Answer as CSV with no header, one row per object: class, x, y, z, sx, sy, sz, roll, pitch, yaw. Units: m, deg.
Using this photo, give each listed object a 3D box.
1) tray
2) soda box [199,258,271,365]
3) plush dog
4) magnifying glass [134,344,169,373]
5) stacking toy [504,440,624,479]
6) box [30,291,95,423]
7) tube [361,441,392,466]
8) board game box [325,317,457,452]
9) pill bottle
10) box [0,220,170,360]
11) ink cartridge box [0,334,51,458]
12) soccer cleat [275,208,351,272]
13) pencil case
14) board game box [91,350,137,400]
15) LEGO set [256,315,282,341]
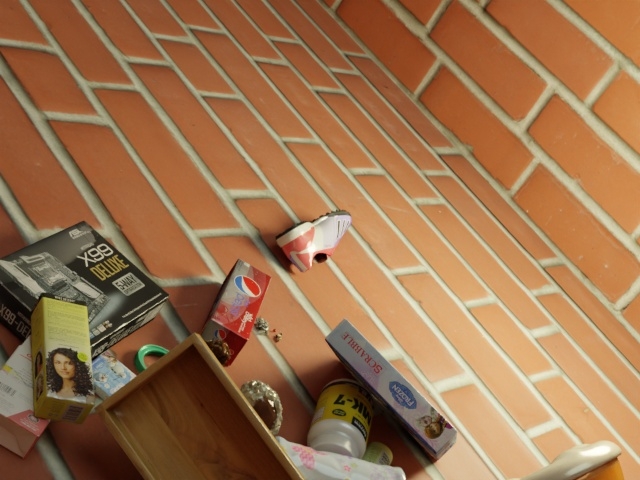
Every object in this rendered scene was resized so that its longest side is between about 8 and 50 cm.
tray,-0.160,0.376,1.641,0.411,0.203,0.076,52,-5,7
soda box,-0.184,0.149,2.170,0.092,0.083,0.263,31,28,-7
plush dog,-0.213,0.302,1.799,0.225,0.262,0.210,52,-3,10
magnifying glass,-0.260,0.282,1.942,0.231,0.026,0.092,40,28,6
stacking toy,0.537,0.670,2.011,0.350,0.350,0.480,-5,63,-51
box,-0.434,0.194,1.695,0.087,0.058,0.232,16,36,-31
tube,0.075,0.488,1.976,0.070,0.062,0.240,-2,25,24
board game box,0.155,0.322,2.133,0.318,0.066,0.318,45,-5,16
pill bottle,0.039,0.381,2.026,0.119,0.119,0.208,33,28,-7
box,-0.469,0.103,1.926,0.242,0.076,0.307,41,29,8
ink cartridge box,-0.487,0.254,1.683,0.115,0.067,0.198,33,29,-6
soccer cleat,0.000,0.000,2.614,0.116,0.108,0.318,61,29,4
pencil case,0.023,0.444,1.865,0.273,0.113,0.124,16,13,-12
board game box,-0.385,0.253,1.850,0.090,0.020,0.090,39,28,4
LEGO set,-0.118,0.191,2.245,0.083,0.023,0.054,23,30,-24
